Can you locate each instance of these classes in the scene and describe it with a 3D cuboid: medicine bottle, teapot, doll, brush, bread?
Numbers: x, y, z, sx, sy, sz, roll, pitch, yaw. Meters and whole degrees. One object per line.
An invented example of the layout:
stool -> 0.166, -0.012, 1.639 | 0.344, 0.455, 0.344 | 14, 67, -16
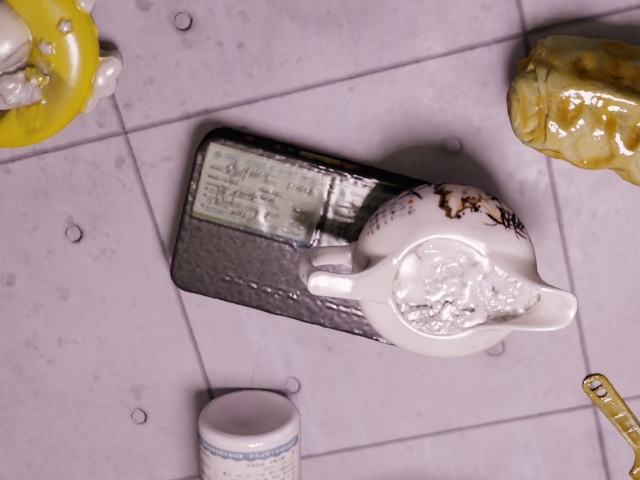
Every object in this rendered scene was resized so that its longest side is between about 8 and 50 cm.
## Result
medicine bottle -> -0.093, 0.332, 1.301 | 0.139, 0.139, 0.237 | 3, 111, 4
teapot -> 0.123, 0.042, 1.112 | 0.299, 0.166, 0.208 | 0, 123, -7
doll -> -0.365, -0.228, 1.132 | 0.252, 0.111, 0.237 | -23, 122, 12
brush -> 0.419, 0.259, 1.295 | 0.082, 0.010, 0.218 | -35, 104, 16
bread -> 0.341, -0.145, 1.092 | 0.267, 0.130, 0.152 | 15, 75, 0

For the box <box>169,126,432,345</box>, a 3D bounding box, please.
box -> 0.000, 0.000, 1.212 | 0.349, 0.058, 0.211 | 16, 109, -1
